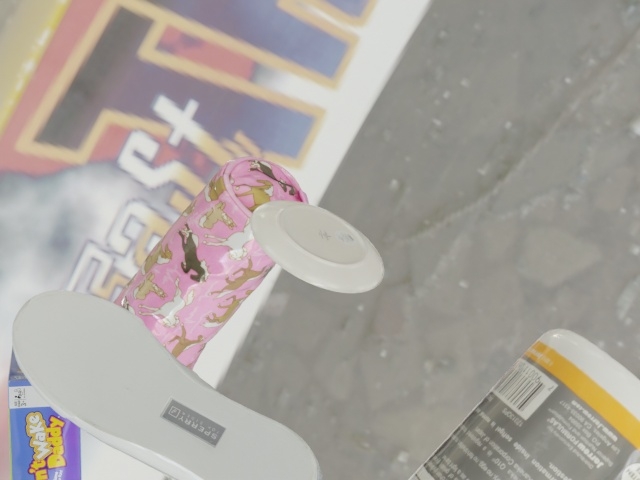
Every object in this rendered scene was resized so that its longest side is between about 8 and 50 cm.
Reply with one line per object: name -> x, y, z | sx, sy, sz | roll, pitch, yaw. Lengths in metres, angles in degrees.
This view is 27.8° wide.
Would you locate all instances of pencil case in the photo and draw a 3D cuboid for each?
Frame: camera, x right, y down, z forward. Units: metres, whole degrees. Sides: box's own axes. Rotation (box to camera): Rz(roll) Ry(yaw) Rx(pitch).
pencil case -> -0.168, 0.059, 1.835 | 0.386, 0.167, 0.160 | -47, 2, 28

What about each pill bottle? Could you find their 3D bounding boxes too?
pill bottle -> 0.130, 0.209, 0.897 | 0.278, 0.162, 0.162 | -48, 33, -1

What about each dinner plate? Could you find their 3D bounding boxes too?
dinner plate -> 0.000, 0.000, 1.250 | 0.017, 0.141, 0.141 | -61, 30, 29

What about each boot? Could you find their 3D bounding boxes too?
boot -> -0.122, 0.143, 0.979 | 0.095, 0.258, 0.123 | -52, -8, -27

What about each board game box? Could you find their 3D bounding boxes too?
board game box -> -0.336, 0.239, 1.585 | 0.347, 0.078, 0.233 | -145, 55, -76
